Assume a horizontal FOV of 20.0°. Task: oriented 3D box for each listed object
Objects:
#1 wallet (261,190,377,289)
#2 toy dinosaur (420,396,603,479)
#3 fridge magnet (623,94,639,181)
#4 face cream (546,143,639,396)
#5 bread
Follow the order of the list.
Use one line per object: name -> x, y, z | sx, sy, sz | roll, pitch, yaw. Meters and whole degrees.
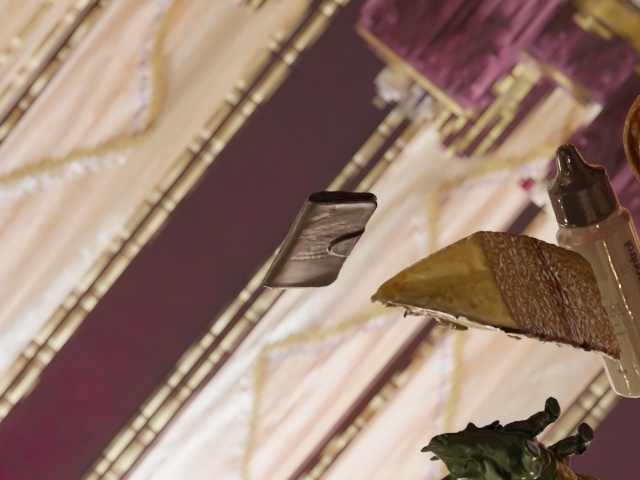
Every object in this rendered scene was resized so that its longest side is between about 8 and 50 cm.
wallet -> 0.000, 0.000, 1.776 | 0.082, 0.156, 0.018 | -1, -123, -25
toy dinosaur -> 0.225, 0.213, 1.663 | 0.292, 0.120, 0.079 | 11, -138, -19
fridge magnet -> 0.363, -0.095, 1.745 | 0.143, 0.143, 0.063 | 39, -151, -2
face cream -> 0.327, 0.028, 2.065 | 0.092, 0.092, 0.311 | -115, 2, -70
bread -> 0.181, 0.089, 1.927 | 0.240, 0.178, 0.135 | 14, -127, -54
